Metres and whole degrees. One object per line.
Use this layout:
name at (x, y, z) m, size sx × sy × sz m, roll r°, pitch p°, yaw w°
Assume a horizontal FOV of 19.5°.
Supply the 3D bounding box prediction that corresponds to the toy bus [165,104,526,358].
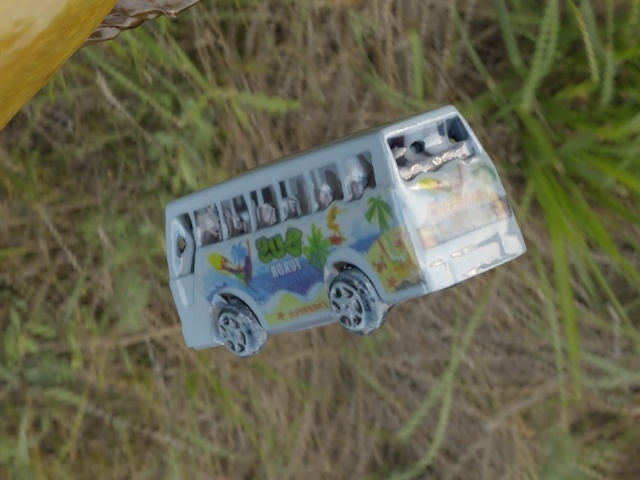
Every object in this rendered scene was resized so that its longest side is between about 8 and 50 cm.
toy bus at (0.000, 0.000, 1.381) m, size 0.109 × 0.330 × 0.136 m, roll -24°, pitch 95°, yaw -36°

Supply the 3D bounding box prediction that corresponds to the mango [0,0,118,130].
mango at (-0.116, -0.094, 0.548) m, size 0.109 × 0.157 × 0.262 m, roll 24°, pitch 110°, yaw -32°

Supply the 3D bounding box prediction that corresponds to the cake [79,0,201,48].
cake at (-0.156, -0.252, 0.968) m, size 0.199 × 0.196 × 0.293 m, roll -17°, pitch 151°, yaw 18°
